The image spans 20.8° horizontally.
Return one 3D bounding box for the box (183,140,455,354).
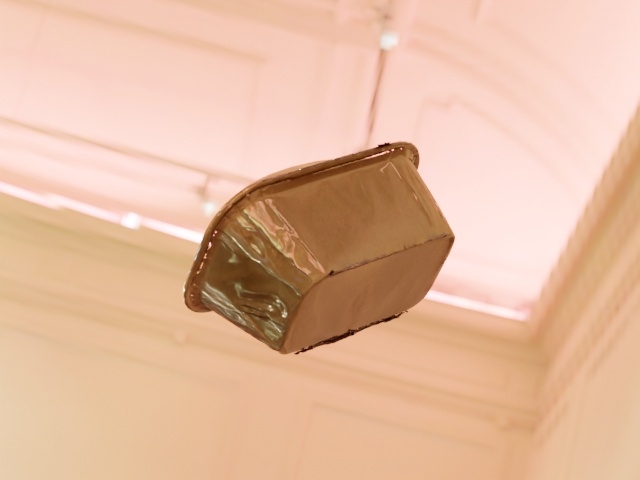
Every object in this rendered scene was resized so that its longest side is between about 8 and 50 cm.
[{"bbox_3d":[0.000,0.000,1.056,0.177,0.111,0.111,-19,7,-42],"label":"box"}]
